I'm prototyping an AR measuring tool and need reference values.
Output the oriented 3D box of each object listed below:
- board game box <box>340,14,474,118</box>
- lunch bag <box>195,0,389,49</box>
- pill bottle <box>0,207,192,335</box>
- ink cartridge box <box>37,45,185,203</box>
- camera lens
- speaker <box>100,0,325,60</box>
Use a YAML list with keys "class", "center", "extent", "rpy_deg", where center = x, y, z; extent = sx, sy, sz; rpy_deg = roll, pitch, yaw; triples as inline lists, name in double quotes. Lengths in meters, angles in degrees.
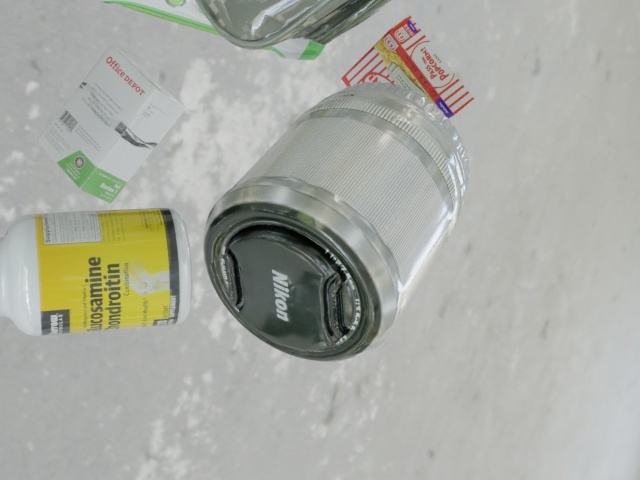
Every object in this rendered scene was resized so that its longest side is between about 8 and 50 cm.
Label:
- class: "board game box"
  center: [0.121, -0.220, 1.427]
  extent: [0.045, 0.146, 0.193]
  rpy_deg: [-39, -177, -22]
- class: "lunch bag"
  center: [0.033, -0.312, 0.826]
  extent: [0.212, 0.305, 0.256]
  rpy_deg: [56, 22, -5]
- class: "pill bottle"
  center: [-0.206, 0.027, 0.836]
  extent: [0.184, 0.103, 0.103]
  rpy_deg: [-4, 117, -16]
- class: "ink cartridge box"
  center: [-0.363, -0.202, 1.716]
  extent: [0.219, 0.160, 0.093]
  rpy_deg: [-50, 148, 6]
- class: "camera lens"
  center: [0.022, -0.022, 1.068]
  extent: [0.274, 0.220, 0.219]
  rpy_deg: [-51, 146, -44]
- class: "speaker"
  center: [-0.131, -0.306, 1.164]
  extent: [0.297, 0.131, 0.131]
  rpy_deg: [14, 96, -17]
